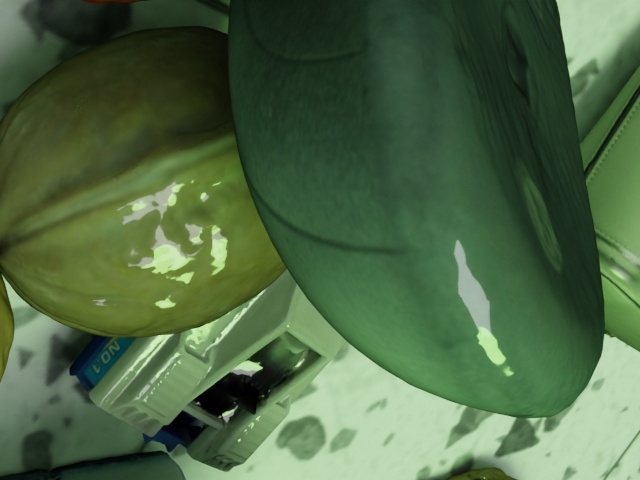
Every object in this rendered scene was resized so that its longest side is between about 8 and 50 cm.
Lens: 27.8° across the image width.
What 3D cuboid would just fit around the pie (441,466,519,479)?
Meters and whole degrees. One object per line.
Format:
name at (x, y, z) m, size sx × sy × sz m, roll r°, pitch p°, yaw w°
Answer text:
pie at (0.097, 0.256, 1.019) m, size 0.195 × 0.046 × 0.195 m, roll -21°, pitch 134°, yaw -24°

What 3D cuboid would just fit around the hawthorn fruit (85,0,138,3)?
hawthorn fruit at (-0.082, -0.166, 0.475) m, size 0.179 × 0.179 × 0.200 m, roll 13°, pitch 129°, yaw -43°

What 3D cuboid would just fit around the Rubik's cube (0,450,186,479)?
Rubik's cube at (-0.147, 0.303, 0.655) m, size 0.387 × 0.368 × 0.358 m, roll -5°, pitch 141°, yaw -36°

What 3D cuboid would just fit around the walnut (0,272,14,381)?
walnut at (-0.215, 0.035, 0.539) m, size 0.166 × 0.149 × 0.166 m, roll -1°, pitch 133°, yaw -1°

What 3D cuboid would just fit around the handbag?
handbag at (0.277, -0.079, 0.899) m, size 0.315 × 0.109 × 0.241 m, roll -57°, pitch 139°, yaw -7°

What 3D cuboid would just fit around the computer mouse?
computer mouse at (0.037, -0.078, 0.556) m, size 0.122 × 0.371 × 0.188 m, roll -16°, pitch 128°, yaw 22°

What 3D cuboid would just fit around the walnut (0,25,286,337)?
walnut at (-0.077, -0.026, 0.604) m, size 0.162 × 0.140 × 0.140 m, roll -26°, pitch 134°, yaw -9°

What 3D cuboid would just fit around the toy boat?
toy boat at (0.000, 0.000, 0.716) m, size 0.295 × 0.088 × 0.129 m, roll -47°, pitch 137°, yaw 3°
